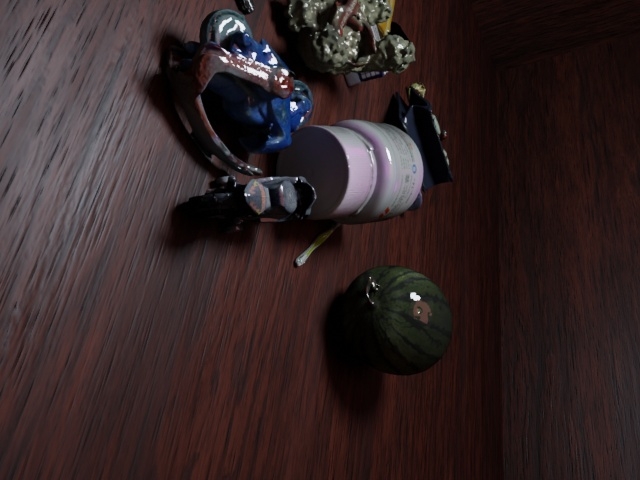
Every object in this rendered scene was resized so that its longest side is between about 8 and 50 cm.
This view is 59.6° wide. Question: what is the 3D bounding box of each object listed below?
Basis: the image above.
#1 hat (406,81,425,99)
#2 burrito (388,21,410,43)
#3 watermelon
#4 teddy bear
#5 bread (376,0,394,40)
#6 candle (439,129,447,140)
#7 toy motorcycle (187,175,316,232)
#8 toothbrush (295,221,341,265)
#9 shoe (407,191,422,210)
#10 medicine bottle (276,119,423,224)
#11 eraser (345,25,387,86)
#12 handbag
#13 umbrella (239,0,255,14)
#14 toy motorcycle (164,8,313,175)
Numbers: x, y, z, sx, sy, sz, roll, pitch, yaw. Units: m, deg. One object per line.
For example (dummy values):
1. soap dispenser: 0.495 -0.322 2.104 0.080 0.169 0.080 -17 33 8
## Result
1. hat: 0.375 -0.589 2.218 0.077 0.059 0.076 -11 109 -56
2. burrito: 0.311 -0.788 2.168 0.188 0.045 0.058 12 79 -62
3. watermelon: 0.193 0.204 1.448 0.359 0.279 0.278 40 49 -53
4. teddy bear: 0.058 -0.609 1.444 0.357 0.224 0.367 -11 98 -38
5. bread: 0.139 -0.783 1.786 0.239 0.111 0.246 38 53 -48
6. candle: 0.449 -0.380 2.059 0.026 0.021 0.167 56 8 2
7. toy motorcycle: -0.111 -0.079 1.081 0.307 0.173 0.108 -10 93 -63
8. toothbrush: 0.000 0.000 1.411 0.022 0.026 0.263 66 32 -15
9. shoe: 0.288 -0.226 1.932 0.137 0.095 0.245 -63 135 -58
10. medicine bottle: 0.075 -0.164 1.353 0.325 0.256 0.256 -9 91 -54
11. eraser: 0.101 -0.617 1.657 0.287 0.130 0.086 67 31 -22
12. handbag: 0.366 -0.374 2.004 0.329 0.122 0.303 -86 155 -60
13. umbrella: -0.183 -0.564 1.230 0.036 0.031 0.133 -43 124 -26
14. toy motorcycle: -0.157 -0.276 1.098 0.319 0.241 0.182 37 10 -44
